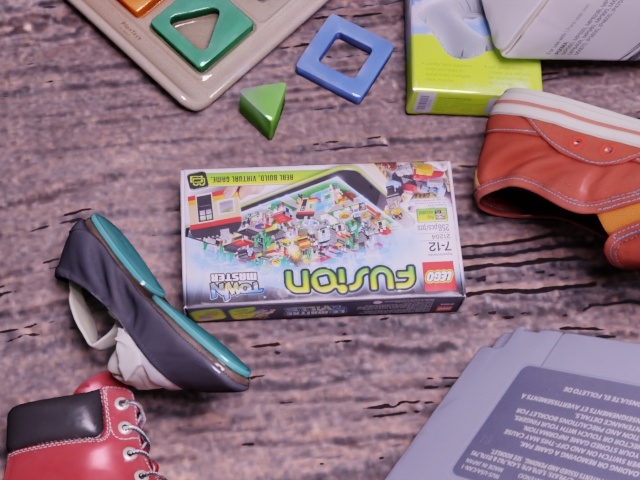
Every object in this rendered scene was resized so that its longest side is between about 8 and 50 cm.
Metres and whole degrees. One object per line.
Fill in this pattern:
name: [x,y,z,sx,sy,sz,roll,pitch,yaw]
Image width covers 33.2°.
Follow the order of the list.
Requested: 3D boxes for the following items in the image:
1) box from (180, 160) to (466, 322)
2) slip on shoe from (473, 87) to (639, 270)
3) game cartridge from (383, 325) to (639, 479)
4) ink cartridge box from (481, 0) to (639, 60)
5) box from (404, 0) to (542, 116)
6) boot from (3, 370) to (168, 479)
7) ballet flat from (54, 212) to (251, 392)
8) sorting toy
box: [0.000,0.000,0.808,0.207,0.036,0.114,-3,67,-5]
slip on shoe: [0.243,-0.020,0.739,0.331,0.123,0.101,23,88,41]
game cartridge: [0.180,0.149,0.642,0.297,0.062,0.198,6,51,49]
ink cartridge box: [0.265,-0.254,0.865,0.273,0.114,0.196,-3,66,-17]
box: [0.124,-0.189,0.894,0.109,0.042,0.178,2,67,-4]
boot: [-0.095,0.173,0.703,0.244,0.088,0.176,4,65,2]
ballet flat: [-0.124,0.058,0.736,0.074,0.074,0.203,-36,51,-17]
sorting toy: [-0.100,-0.226,0.892,0.348,0.047,0.196,42,71,14]
